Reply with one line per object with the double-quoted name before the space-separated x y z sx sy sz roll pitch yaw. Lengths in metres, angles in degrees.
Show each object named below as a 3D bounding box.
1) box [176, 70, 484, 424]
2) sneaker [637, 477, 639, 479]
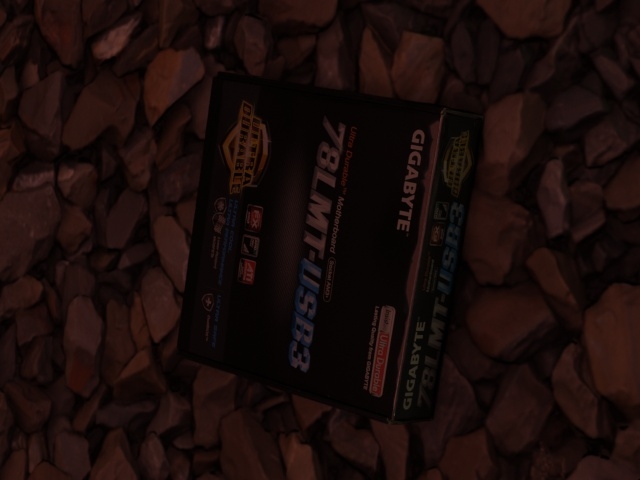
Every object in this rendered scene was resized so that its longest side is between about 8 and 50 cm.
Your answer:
"box" 0.000 0.000 1.570 0.293 0.073 0.295 15 98 42
"sneaker" 0.264 0.297 1.313 0.097 0.084 0.234 29 107 37
